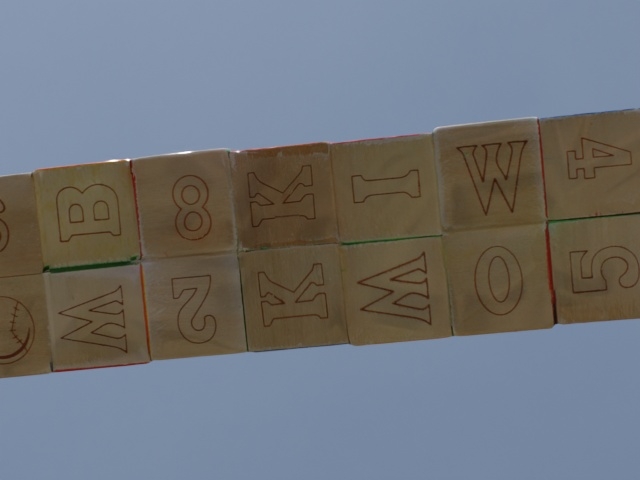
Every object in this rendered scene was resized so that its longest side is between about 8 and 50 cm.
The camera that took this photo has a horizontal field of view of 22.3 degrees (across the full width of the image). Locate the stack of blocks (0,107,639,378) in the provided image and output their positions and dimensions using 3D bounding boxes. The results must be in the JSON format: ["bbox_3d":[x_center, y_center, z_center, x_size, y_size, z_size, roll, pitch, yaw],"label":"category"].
[{"bbox_3d":[0.000,0.000,0.743,0.297,0.171,0.087,-5,-89,9],"label":"stack of blocks"}]
